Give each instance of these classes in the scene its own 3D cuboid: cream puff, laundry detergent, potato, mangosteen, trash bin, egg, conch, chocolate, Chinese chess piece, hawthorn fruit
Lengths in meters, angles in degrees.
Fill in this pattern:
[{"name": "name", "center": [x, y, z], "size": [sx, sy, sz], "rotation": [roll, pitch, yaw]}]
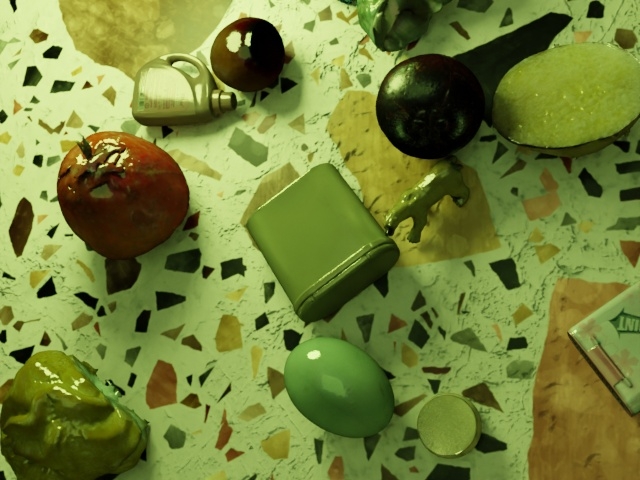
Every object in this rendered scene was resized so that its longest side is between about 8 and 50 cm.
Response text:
[{"name": "cream puff", "center": [-0.528, 0.384, 1.827], "size": [0.323, 0.274, 0.270], "rotation": [36, 79, 25]}, {"name": "laundry detergent", "center": [-0.302, -0.344, 2.045], "size": [0.237, 0.076, 0.171], "rotation": [-2, 75, 17]}, {"name": "potato", "center": [0.488, -0.262, 1.755], "size": [0.299, 0.116, 0.239], "rotation": [-4, 69, 28]}, {"name": "mangosteen", "center": [0.221, -0.270, 1.805], "size": [0.216, 0.216, 0.216], "rotation": [-4, 75, 17]}, {"name": "trash bin", "center": [0.000, 0.000, 1.840], "size": [0.243, 0.121, 0.247], "rotation": [-36, 66, 6]}, {"name": "egg", "center": [0.036, 0.279, 1.727], "size": [0.231, 0.168, 0.168], "rotation": [32, 87, 18]}, {"name": "conch", "center": [0.191, -0.536, 1.893], "size": [0.277, 0.220, 0.195], "rotation": [-42, 29, -20]}, {"name": "chocolate", "center": [-0.163, -0.400, 1.984], "size": [0.177, 0.177, 0.176], "rotation": [-4, 75, 17]}, {"name": "Chinese chess piece", "center": [0.242, 0.348, 1.708], "size": [0.122, 0.051, 0.122], "rotation": [-5, 76, 18]}, {"name": "hawthorn fruit", "center": [-0.437, -0.118, 1.914], "size": [0.276, 0.307, 0.276], "rotation": [-10, 59, 17]}]

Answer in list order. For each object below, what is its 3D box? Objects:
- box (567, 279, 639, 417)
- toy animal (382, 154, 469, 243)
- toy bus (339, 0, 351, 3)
[{"name": "box", "center": [0.644, 0.132, 1.607], "size": [0.370, 0.112, 0.190], "rotation": [-35, 69, 4]}, {"name": "toy animal", "center": [0.205, -0.085, 1.798], "size": [0.219, 0.101, 0.103], "rotation": [-39, 70, 0]}, {"name": "toy bus", "center": [0.067, -0.610, 1.980], "size": [0.090, 0.106, 0.184], "rotation": [27, 85, -9]}]
